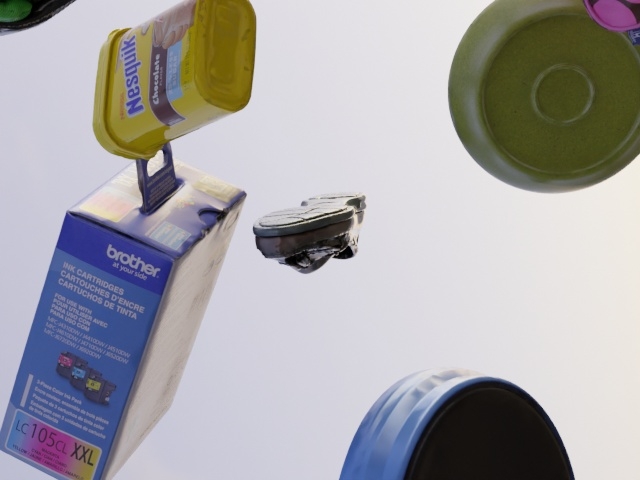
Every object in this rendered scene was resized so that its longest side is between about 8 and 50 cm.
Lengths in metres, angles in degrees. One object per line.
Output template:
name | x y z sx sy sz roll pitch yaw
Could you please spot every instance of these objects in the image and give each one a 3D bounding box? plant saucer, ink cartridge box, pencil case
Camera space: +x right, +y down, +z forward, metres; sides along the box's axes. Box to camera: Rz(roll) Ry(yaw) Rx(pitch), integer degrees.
plant saucer | 0.257 -0.159 1.611 0.037 0.241 0.241 -95 -6 -70
ink cartridge box | -0.227 0.065 1.819 0.270 0.151 0.395 -52 -14 -67
pencil case | 0.338 -0.263 1.511 0.209 0.098 0.095 -35 -64 -54

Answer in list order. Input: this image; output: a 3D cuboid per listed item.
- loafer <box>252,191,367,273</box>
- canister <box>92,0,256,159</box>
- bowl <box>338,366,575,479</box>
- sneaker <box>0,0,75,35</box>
loafer | 0.000 0.000 1.688 0.267 0.096 0.084 -28 -66 -70
canister | -0.135 -0.156 1.402 0.073 0.170 0.126 16 -111 -36
bowl | 0.163 0.332 1.650 0.391 0.077 0.391 9 -102 -48
sneaker | -0.320 -0.230 1.322 0.134 0.344 0.146 59 -165 -24
